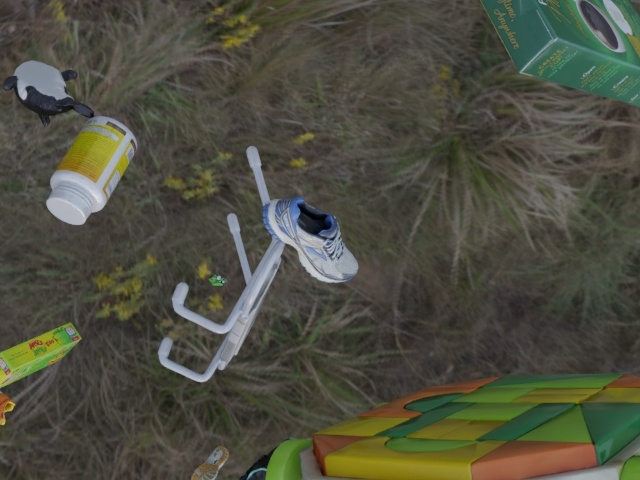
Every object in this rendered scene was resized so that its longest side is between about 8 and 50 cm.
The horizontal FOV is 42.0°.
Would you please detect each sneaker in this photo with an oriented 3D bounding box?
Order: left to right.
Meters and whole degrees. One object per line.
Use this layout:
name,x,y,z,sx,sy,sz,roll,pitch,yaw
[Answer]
sneaker,-0.786,0.423,1.970,0.067,0.175,0.064,36,124,-1
sneaker,-0.175,0.361,1.305,0.032,0.083,0.037,41,132,8
sneaker,0.000,0.000,0.904,0.135,0.058,0.052,38,51,-30

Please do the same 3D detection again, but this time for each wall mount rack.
wall mount rack,-0.135,0.044,1.287,0.130,0.350,0.304,27,57,-1

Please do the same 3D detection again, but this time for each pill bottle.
pill bottle,-0.464,-0.139,1.682,0.117,0.117,0.215,38,54,-24

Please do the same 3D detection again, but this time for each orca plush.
orca plush,-0.565,-0.292,1.762,0.151,0.287,0.102,-31,132,-38

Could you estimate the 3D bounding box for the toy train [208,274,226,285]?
toy train,-0.223,0.084,1.792,0.017,0.083,0.024,-45,102,-17

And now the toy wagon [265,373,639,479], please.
toy wagon,0.140,0.142,0.590,0.344,0.267,0.068,-7,90,-52

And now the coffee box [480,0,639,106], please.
coffee box,0.205,-0.171,0.668,0.184,0.113,0.040,2,147,-40

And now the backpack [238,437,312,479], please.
backpack,-0.015,0.360,1.056,0.144,0.188,0.166,-21,151,-53

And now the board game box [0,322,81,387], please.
board game box,-0.577,0.232,1.671,0.092,0.181,0.043,-41,82,31
